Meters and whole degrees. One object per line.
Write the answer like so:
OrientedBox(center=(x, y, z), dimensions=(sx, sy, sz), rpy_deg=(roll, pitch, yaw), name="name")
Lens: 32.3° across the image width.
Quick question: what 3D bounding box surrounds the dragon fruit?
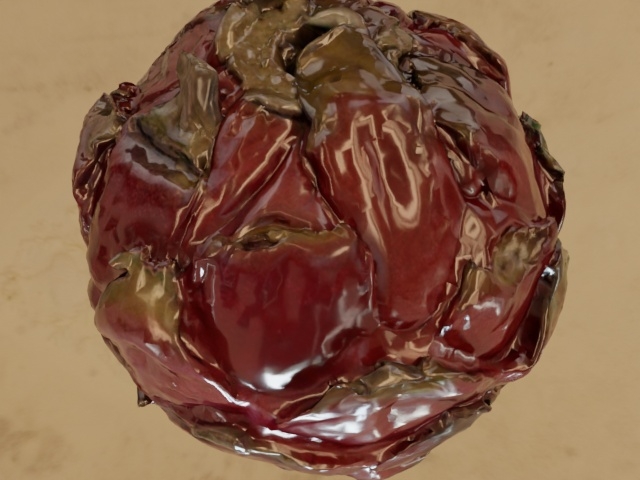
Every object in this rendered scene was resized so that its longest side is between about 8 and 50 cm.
OrientedBox(center=(0.003, 0.001, 0.703), dimensions=(0.329, 0.329, 0.329), rpy_deg=(0, -95, -1), name="dragon fruit")
